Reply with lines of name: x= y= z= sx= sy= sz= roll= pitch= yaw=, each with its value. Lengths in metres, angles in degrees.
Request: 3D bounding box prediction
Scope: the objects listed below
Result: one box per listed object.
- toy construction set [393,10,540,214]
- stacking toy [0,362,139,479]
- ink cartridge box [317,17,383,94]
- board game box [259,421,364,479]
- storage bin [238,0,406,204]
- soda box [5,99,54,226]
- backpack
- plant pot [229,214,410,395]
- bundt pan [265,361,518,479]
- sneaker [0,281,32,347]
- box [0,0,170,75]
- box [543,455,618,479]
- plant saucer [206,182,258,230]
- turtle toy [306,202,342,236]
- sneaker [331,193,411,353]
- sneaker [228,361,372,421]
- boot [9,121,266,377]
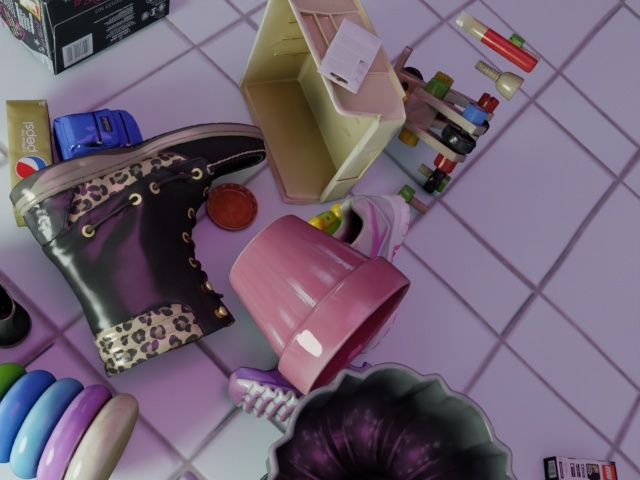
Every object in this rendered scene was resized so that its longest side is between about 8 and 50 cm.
toy construction set: x=0.193 y=-0.262 z=1.086 sx=0.237 sy=0.309 sz=0.257 roll=37 pitch=52 yaw=6
stacking toy: x=-0.396 y=0.190 z=0.763 sx=0.330 sy=0.141 sz=0.141 roll=25 pitch=60 yaw=-1
ink cartridge box: x=0.037 y=-0.244 z=0.861 sx=0.062 sy=0.029 sz=0.115 roll=29 pitch=60 yaw=-8
board game box: x=-0.014 y=0.330 z=0.804 sx=0.186 sy=0.026 sz=0.126 roll=-37 pitch=82 yaw=-31
storage bin: x=-0.007 y=-0.225 z=1.006 sx=0.123 sy=0.262 sz=0.260 roll=-13 pitch=71 yaw=-26
soda box: x=-0.420 y=-0.115 z=0.925 sx=0.058 sy=0.061 sz=0.181 roll=-6 pitch=68 yaw=-21
backpack: x=-0.327 y=-0.145 z=0.951 sx=0.120 sy=0.101 sz=0.098 roll=-13 pitch=78 yaw=-28
plant pot: x=-0.012 y=0.070 z=0.831 sx=0.180 sy=0.201 sz=0.201 roll=42 pitch=59 yaw=16
bundt pan: x=0.072 y=0.319 z=0.753 sx=0.330 sy=0.124 sz=0.331 roll=8 pitch=64 yaw=-18
sneaker: x=-0.473 y=0.054 z=0.795 sx=0.222 sy=0.118 sz=0.083 roll=24 pitch=61 yaw=-8
box: x=-0.378 y=-0.412 z=1.020 sx=0.142 sy=0.163 sz=0.247 roll=43 pitch=60 yaw=8
box: x=0.409 y=0.443 z=0.970 sx=0.114 sy=0.036 sz=0.207 roll=10 pitch=63 yaw=-15
plant saucer: x=-0.142 y=-0.054 z=1.022 sx=0.083 sy=0.013 sz=0.084 roll=7 pitch=64 yaw=-15
turtle toy: x=0.000 y=0.000 z=1.013 sx=0.130 sy=0.066 sz=0.095 roll=-31 pitch=112 yaw=-29
sneaker: x=0.053 y=0.043 z=0.960 sx=0.111 sy=0.103 sz=0.252 roll=13 pitch=81 yaw=-32
sneaker: x=-0.016 y=0.203 z=0.908 sx=0.236 sy=0.095 sz=0.105 roll=14 pitch=57 yaw=-19
boot: x=-0.198 y=-0.003 z=0.901 sx=0.377 sy=0.138 sz=0.284 roll=-22 pitch=85 yaw=-39
